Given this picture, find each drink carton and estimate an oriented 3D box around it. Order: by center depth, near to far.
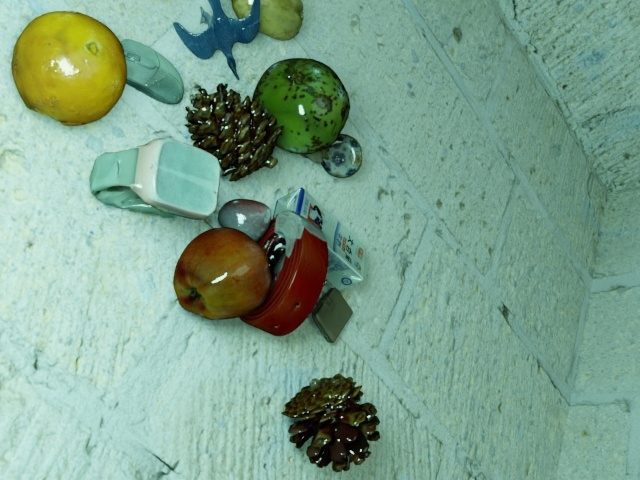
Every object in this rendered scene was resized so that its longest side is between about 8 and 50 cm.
[{"bbox_3d":[0.000,0.000,2.073,0.315,0.107,0.130,42,40,-32],"label":"drink carton"}]

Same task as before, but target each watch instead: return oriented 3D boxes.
[{"bbox_3d":[-0.377,-0.122,1.608,0.253,0.241,0.161,20,68,-41],"label":"watch"}]

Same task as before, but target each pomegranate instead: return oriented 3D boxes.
[{"bbox_3d":[-0.047,-0.350,2.056,0.340,0.285,0.285,73,27,-57],"label":"pomegranate"}]

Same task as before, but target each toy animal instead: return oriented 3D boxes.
[{"bbox_3d":[-0.258,-0.563,1.936,0.176,0.239,0.255,59,-8,23],"label":"toy animal"}]

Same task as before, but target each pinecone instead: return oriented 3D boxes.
[{"bbox_3d":[-0.226,-0.272,1.842,0.272,0.224,0.224,37,51,-9],"label":"pinecone"},{"bbox_3d":[0.042,0.479,1.884,0.264,0.264,0.264,17,67,-44],"label":"pinecone"}]

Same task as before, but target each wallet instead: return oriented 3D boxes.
[{"bbox_3d":[0.033,0.215,2.105,0.118,0.039,0.152,60,40,-16],"label":"wallet"}]

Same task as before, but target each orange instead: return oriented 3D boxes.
[{"bbox_3d":[-0.533,-0.366,1.532,0.240,0.240,0.240,17,67,-44],"label":"orange"}]

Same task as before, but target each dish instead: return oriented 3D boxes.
[{"bbox_3d":[0.059,-0.260,2.254,0.141,0.078,0.141,0,91,-7],"label":"dish"}]

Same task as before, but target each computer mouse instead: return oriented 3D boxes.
[{"bbox_3d":[-0.421,-0.419,1.778,0.229,0.068,0.113,28,58,-40],"label":"computer mouse"}]

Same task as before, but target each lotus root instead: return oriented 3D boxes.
[{"bbox_3d":[-0.158,-0.683,2.087,0.284,0.146,0.160,15,50,-41],"label":"lotus root"}]

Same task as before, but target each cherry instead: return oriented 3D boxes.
[{"bbox_3d":[-0.210,-0.076,1.856,0.115,0.148,0.188,-39,107,-54],"label":"cherry"}]

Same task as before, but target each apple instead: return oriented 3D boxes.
[{"bbox_3d":[-0.230,0.086,1.728,0.234,0.234,0.234,17,67,-44],"label":"apple"}]

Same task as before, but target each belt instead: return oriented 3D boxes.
[{"bbox_3d":[-0.093,0.080,1.856,0.115,0.227,0.323,30,75,-41],"label":"belt"}]
